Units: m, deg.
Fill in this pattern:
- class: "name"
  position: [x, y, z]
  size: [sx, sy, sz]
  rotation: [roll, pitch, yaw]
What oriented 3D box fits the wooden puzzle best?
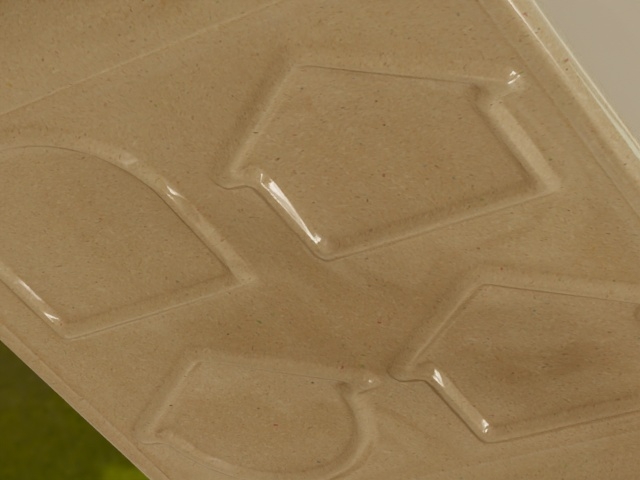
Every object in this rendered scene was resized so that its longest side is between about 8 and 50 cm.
- class: "wooden puzzle"
  position: [0.000, 0.000, 0.787]
  size: [0.348, 0.322, 0.080]
  rotation: [52, 39, -28]
